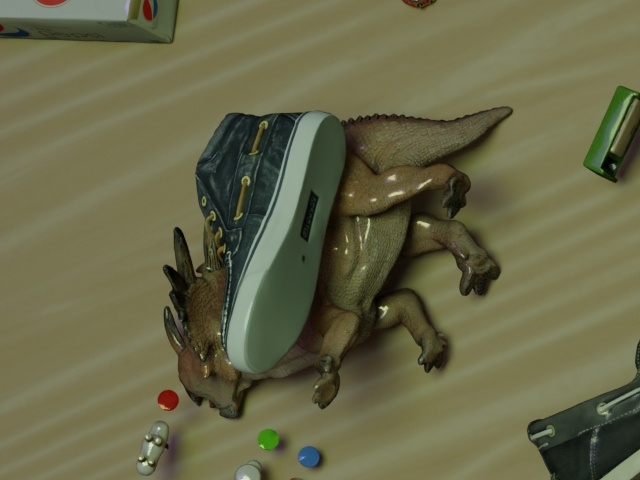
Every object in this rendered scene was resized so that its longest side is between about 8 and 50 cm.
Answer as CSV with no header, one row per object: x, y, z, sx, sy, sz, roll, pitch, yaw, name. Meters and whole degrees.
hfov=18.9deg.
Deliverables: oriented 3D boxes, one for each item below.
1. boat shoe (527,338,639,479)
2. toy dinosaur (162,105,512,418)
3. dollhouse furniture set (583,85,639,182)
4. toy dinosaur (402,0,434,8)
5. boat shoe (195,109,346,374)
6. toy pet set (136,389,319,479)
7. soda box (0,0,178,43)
0.234,0.082,1.211,0.233,0.084,0.079,-39,67,18,boat shoe
0.000,0.000,1.323,0.200,0.127,0.296,31,89,34,toy dinosaur
0.249,-0.041,1.231,0.151,0.076,0.059,28,93,28,dollhouse furniture set
0.081,-0.210,1.377,0.047,0.090,0.082,27,119,-11,toy dinosaur
-0.046,0.000,1.242,0.083,0.065,0.183,4,64,30,boat shoe
-0.077,0.182,1.365,0.122,0.065,0.114,23,75,5,toy pet set
-0.216,-0.198,1.490,0.216,0.069,0.074,5,83,26,soda box
